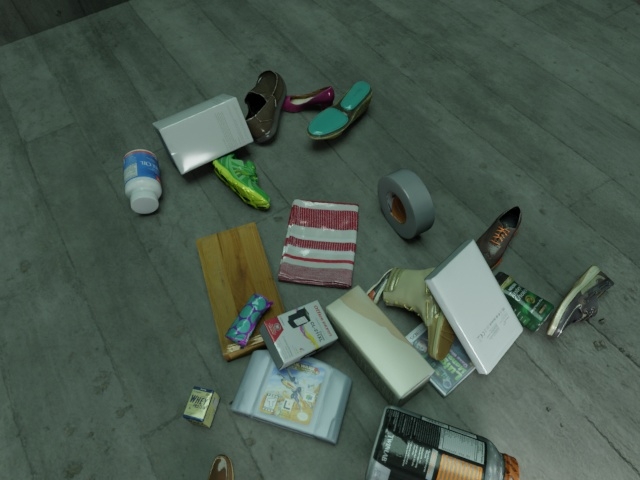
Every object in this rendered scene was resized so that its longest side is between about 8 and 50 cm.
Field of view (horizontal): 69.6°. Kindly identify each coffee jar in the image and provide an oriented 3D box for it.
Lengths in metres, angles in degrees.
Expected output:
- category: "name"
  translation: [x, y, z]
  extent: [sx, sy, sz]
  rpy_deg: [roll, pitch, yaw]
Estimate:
- category: "coffee jar"
  translation: [0.578, 0.177, 1.355]
  extent: [0.184, 0.079, 0.096]
  rpy_deg: [38, 65, 24]

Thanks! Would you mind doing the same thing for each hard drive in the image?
- category: "hard drive"
  translation: [0.427, 0.179, 1.264]
  extent: [0.203, 0.040, 0.307]
  rpy_deg: [-36, 99, -30]

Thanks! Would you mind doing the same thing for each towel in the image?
- category: "towel"
  translation: [0.000, 0.000, 1.525]
  extent: [0.237, 0.037, 0.328]
  rpy_deg: [5, 57, 5]

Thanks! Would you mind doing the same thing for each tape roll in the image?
- category: "tape roll"
  translation: [0.271, -0.118, 1.479]
  extent: [0.072, 0.219, 0.219]
  rpy_deg: [-24, 59, -14]

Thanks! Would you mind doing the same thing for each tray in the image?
- category: "tray"
  translation: [-0.243, 0.144, 1.422]
  extent: [0.203, 0.076, 0.410]
  rpy_deg: [-18, 59, -8]

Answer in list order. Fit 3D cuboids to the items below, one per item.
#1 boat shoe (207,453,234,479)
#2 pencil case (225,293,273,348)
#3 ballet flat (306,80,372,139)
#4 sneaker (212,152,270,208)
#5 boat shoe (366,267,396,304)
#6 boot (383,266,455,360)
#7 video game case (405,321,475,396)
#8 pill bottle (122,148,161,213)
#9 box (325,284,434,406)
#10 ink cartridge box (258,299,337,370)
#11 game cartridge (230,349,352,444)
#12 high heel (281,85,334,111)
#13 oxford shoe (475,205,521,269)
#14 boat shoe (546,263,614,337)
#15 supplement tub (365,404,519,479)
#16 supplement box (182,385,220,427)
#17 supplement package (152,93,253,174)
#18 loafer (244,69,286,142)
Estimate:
- category: "boat shoe"
  translation: [-0.252, 0.616, 1.121]
  extent: [0.064, 0.060, 0.177]
  rpy_deg: [2, 57, 4]
- category: "pencil case"
  translation: [-0.199, 0.223, 1.287]
  extent: [0.070, 0.064, 0.151]
  rpy_deg: [13, 58, 30]
- category: "ballet flat"
  translation: [0.080, -0.477, 1.787]
  extent: [0.123, 0.123, 0.348]
  rpy_deg: [34, 68, 22]
- category: "sneaker"
  translation: [-0.270, -0.225, 1.640]
  extent: [0.124, 0.109, 0.295]
  rpy_deg: [-39, 63, -16]
- category: "boat shoe"
  translation: [0.197, 0.139, 1.416]
  extent: [0.137, 0.049, 0.043]
  rpy_deg: [-42, 62, -18]
- category: "boot"
  translation: [0.278, 0.202, 1.322]
  extent: [0.204, 0.095, 0.261]
  rpy_deg: [-2, 75, 38]
- category: "video game case"
  translation: [0.342, 0.316, 1.310]
  extent: [0.173, 0.022, 0.190]
  rpy_deg: [-35, 62, -18]
- category: "pill bottle"
  translation: [-0.633, -0.207, 1.639]
  extent: [0.124, 0.124, 0.221]
  rpy_deg: [-15, 59, -7]
- category: "box"
  translation: [0.153, 0.292, 1.263]
  extent: [0.121, 0.148, 0.311]
  rpy_deg: [-33, 63, -18]
- category: "ink cartridge box"
  translation: [-0.061, 0.257, 1.266]
  extent: [0.175, 0.072, 0.127]
  rpy_deg: [-19, 68, -29]
- category: "game cartridge"
  translation: [-0.073, 0.410, 1.253]
  extent: [0.298, 0.062, 0.198]
  rpy_deg: [13, 63, 11]
- category: "high heel"
  translation: [-0.065, -0.581, 1.857]
  extent: [0.244, 0.117, 0.082]
  rpy_deg: [10, 58, 9]
- category: "oxford shoe"
  translation: [0.556, -0.008, 1.464]
  extent: [0.097, 0.098, 0.271]
  rpy_deg: [30, 63, 20]
- category: "boat shoe"
  translation: [0.757, 0.183, 1.331]
  extent: [0.092, 0.102, 0.285]
  rpy_deg: [36, 59, 28]
- category: "supplement tub"
  translation: [0.278, 0.527, 1.074]
  extent: [0.316, 0.193, 0.193]
  rpy_deg: [17, 59, 13]
- category: "supplement box"
  translation: [-0.314, 0.443, 1.223]
  extent: [0.056, 0.083, 0.083]
  rpy_deg: [9, 58, 9]
- category: "supplement package"
  translation: [-0.432, -0.397, 1.689]
  extent: [0.293, 0.177, 0.175]
  rpy_deg: [-28, 32, -15]
- category: "loafer"
  translation: [-0.224, -0.560, 1.821]
  extent: [0.134, 0.130, 0.365]
  rpy_deg: [-17, 53, 25]
